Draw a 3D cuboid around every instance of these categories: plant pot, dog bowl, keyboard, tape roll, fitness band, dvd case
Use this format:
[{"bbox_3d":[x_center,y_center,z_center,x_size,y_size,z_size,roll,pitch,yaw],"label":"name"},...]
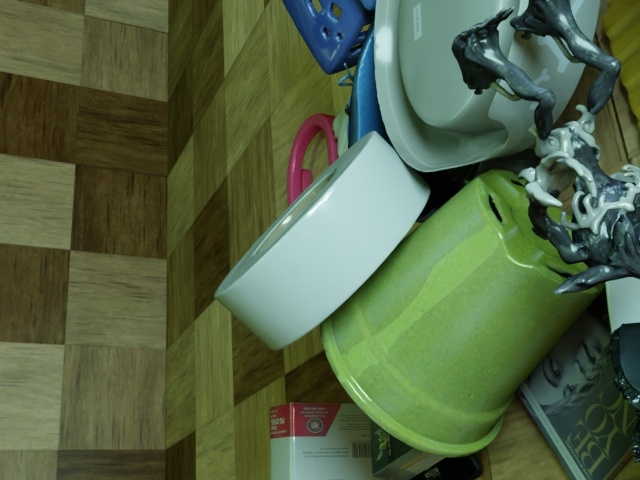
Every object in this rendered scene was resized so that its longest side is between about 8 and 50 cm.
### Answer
[{"bbox_3d":[0.075,-0.423,1.146,0.236,0.236,0.212,60,159,4],"label":"plant pot"},{"bbox_3d":[0.180,0.065,0.899,0.254,0.276,0.276,-52,38,35],"label":"plant pot"},{"bbox_3d":[0.165,-0.245,0.828,0.349,0.102,0.348,-179,90,-73],"label":"dog bowl"},{"bbox_3d":[0.167,0.320,1.127,0.100,0.038,0.192,60,141,18],"label":"keyboard"},{"bbox_3d":[0.000,0.000,0.949,0.286,0.100,0.286,-45,8,8],"label":"tape roll"},{"bbox_3d":[-0.004,-0.117,1.569,0.209,0.054,0.291,-41,49,55],"label":"fitness band"},{"bbox_3d":[0.311,0.154,0.858,0.164,0.018,0.221,-114,38,-48],"label":"dvd case"}]

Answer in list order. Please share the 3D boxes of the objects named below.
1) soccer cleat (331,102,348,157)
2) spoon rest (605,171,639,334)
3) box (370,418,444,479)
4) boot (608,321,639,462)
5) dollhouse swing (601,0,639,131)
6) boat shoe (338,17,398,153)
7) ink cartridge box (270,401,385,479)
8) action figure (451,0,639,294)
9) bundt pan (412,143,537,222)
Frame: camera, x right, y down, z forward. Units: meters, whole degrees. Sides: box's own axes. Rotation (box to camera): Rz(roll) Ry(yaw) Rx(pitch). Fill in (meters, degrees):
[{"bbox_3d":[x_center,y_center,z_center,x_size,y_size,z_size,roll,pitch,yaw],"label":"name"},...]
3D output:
[{"bbox_3d":[0.065,-0.188,1.427,0.076,0.068,0.196,-62,29,33],"label":"soccer cleat"},{"bbox_3d":[0.327,0.037,0.757,0.137,0.084,0.276,-41,43,28],"label":"spoon rest"},{"bbox_3d":[0.140,0.202,1.104,0.183,0.056,0.231,-47,31,42],"label":"box"},{"bbox_3d":[0.342,0.064,0.634,0.207,0.094,0.246,-12,77,35],"label":"boot"},{"bbox_3d":[0.288,-0.247,0.672,0.315,0.305,0.347,-47,44,52],"label":"dollhouse swing"},{"bbox_3d":[0.066,-0.188,1.082,0.089,0.109,0.258,-146,67,-67],"label":"boat shoe"},{"bbox_3d":[0.012,0.388,1.260,0.100,0.172,0.237,149,124,-60],"label":"ink cartridge box"},{"bbox_3d":[0.215,-0.065,0.585,0.275,0.164,0.141,59,172,6],"label":"action figure"},{"bbox_3d":[0.202,-0.181,1.056,0.331,0.124,0.331,-25,62,61],"label":"bundt pan"}]
